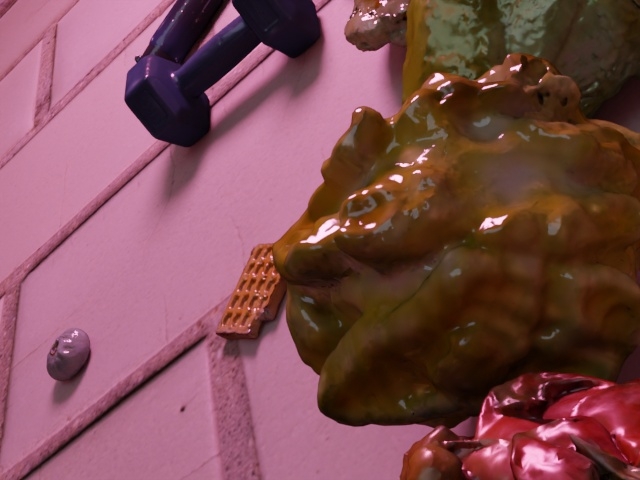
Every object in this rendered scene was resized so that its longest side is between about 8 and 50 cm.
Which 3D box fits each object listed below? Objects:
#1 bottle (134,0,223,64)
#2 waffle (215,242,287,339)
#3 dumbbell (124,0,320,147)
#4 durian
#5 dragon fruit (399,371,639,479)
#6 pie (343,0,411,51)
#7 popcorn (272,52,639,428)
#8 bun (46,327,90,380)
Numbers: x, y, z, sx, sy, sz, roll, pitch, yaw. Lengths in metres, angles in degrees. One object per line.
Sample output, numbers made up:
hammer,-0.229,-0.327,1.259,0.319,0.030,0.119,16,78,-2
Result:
bottle,-0.247,-0.402,1.795,0.244,0.082,0.072,-57,-11,-8
waffle,-0.076,0.061,1.202,0.092,0.021,0.135,-5,55,48
dumbbell,-0.156,-0.290,1.514,0.325,0.160,0.144,-35,66,23
durian,0.197,-0.218,0.980,0.339,0.204,0.256,-46,46,11
dragon fruit,0.156,0.197,0.585,0.296,0.263,0.314,-24,43,36
pie,0.157,-0.330,1.237,0.274,0.105,0.257,-2,43,46
popcorn,0.110,0.014,0.789,0.312,0.312,0.312,-31,39,29
bun,-0.378,0.168,1.442,0.083,0.045,0.083,-36,33,29
